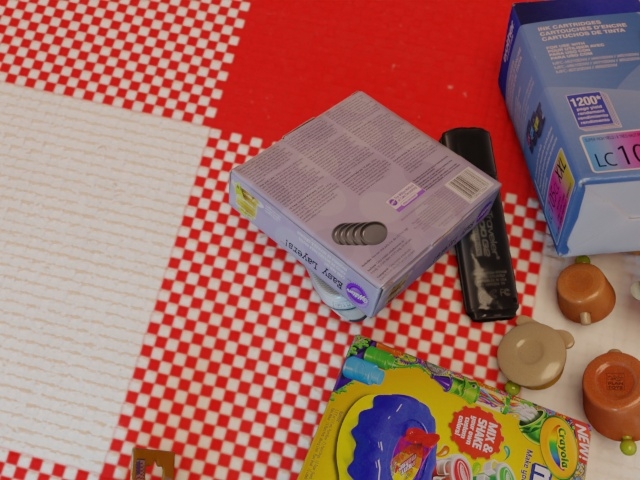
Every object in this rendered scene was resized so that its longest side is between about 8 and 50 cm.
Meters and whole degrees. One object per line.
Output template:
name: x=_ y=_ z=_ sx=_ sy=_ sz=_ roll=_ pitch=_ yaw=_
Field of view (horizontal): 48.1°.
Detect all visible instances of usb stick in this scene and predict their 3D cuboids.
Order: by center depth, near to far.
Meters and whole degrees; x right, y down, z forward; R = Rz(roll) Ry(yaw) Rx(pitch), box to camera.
usb stick: x=0.216 y=-0.028 z=0.981 sx=0.077 sy=0.045 sz=0.278 roll=-3 pitch=72 yaw=-7

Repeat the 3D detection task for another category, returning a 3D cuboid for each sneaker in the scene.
sneaker: x=0.000 y=0.000 z=0.957 sx=0.094 sy=0.091 sz=0.258 roll=-18 pitch=52 yaw=0

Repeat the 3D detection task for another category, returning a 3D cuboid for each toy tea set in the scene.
toy tea set: x=0.390 y=0.101 z=0.923 sx=0.200 sy=0.124 sz=0.336 roll=30 pitch=77 yaw=40

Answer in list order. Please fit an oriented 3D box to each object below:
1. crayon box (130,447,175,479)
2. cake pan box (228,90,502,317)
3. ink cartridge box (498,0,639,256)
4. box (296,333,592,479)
crayon box: x=-0.224 y=0.394 z=0.775 sx=0.083 sy=0.203 sz=0.323 roll=-1 pitch=72 yaw=1
cake pan box: x=0.060 y=-0.063 z=0.903 sx=0.245 sy=0.070 sz=0.267 roll=38 pitch=54 yaw=19
ink cartridge box: x=0.396 y=-0.184 z=0.932 sx=0.269 sy=0.151 sz=0.396 roll=-5 pitch=50 yaw=0
box: x=0.106 y=0.305 z=0.766 sx=0.279 sy=0.177 sz=0.290 roll=20 pitch=52 yaw=6
